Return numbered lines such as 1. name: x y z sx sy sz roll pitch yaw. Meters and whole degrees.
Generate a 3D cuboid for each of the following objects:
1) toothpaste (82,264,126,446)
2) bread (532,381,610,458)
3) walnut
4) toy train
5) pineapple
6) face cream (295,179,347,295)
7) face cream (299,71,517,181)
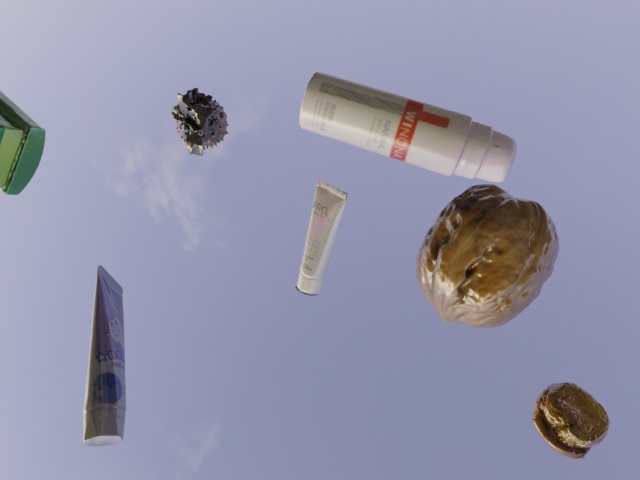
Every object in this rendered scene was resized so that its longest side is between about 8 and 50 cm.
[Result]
1. toothpaste: -0.453 0.235 1.097 0.080 0.125 0.371 -14 -124 -1
2. bread: 0.274 0.195 0.573 0.081 0.046 0.083 27 -134 -6
3. walnut: 0.203 0.026 0.654 0.155 0.155 0.184 38 -81 37
4. toy train: -0.536 -0.177 0.697 0.301 0.202 0.120 38 -73 20
5. pineapple: -0.308 -0.302 1.329 0.141 0.170 0.310 1 -173 -9
6. face cream: 0.000 0.000 1.104 0.058 0.243 0.092 -8 -151 -43
7. face cream: 0.142 -0.176 0.836 0.346 0.102 0.102 18 -120 8
